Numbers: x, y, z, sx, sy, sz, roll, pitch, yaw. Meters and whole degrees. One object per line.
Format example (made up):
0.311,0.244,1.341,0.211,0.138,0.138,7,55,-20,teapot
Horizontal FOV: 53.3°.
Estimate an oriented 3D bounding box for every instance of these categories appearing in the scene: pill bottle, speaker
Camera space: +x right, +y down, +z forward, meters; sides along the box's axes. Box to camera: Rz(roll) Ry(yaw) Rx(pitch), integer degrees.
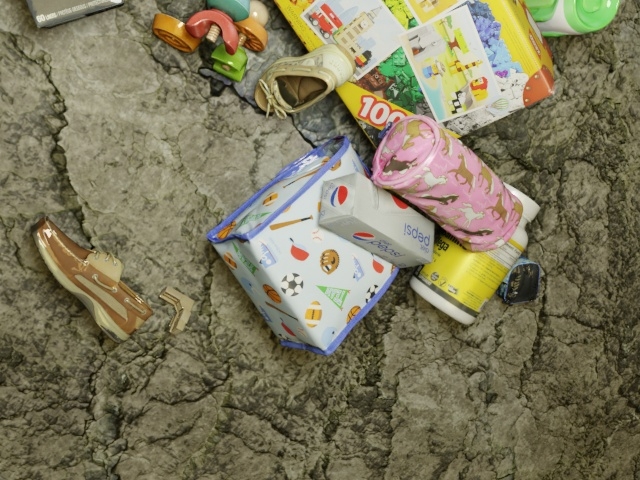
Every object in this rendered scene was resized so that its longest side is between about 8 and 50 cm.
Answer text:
0.381,0.022,1.562,0.187,0.188,0.334,31,96,-23,pill bottle
0.492,-0.504,1.363,0.131,0.296,0.131,-5,109,-15,speaker

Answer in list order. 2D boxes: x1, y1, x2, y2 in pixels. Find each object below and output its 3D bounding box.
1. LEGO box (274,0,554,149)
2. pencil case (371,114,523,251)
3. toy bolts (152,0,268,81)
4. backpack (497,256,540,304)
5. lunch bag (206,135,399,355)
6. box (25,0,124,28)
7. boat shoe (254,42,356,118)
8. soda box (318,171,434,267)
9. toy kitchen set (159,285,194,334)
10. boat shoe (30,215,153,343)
0.174,-0.445,1.249,0.372,0.193,0.500,-23,118,32,LEGO box
0.267,-0.104,1.311,0.386,0.167,0.160,28,90,-42,pencil case
-0.199,-0.443,1.229,0.218,0.228,0.159,26,85,-8,toy bolts
0.519,0.100,1.684,0.104,0.084,0.114,-4,113,-16,backpack
0.000,0.000,1.407,0.385,0.238,0.328,-45,115,-27,lunch bag
-0.477,-0.537,1.141,0.165,0.143,0.271,-22,112,-9,box
-0.054,-0.310,1.275,0.105,0.285,0.089,49,58,-21,boat shoe
0.124,-0.035,1.319,0.286,0.091,0.098,28,61,-43,soda box
-0.346,0.166,1.455,0.075,0.083,0.068,35,136,-23,toy kitchen set
-0.479,0.073,1.363,0.120,0.122,0.324,-35,122,-9,boat shoe
